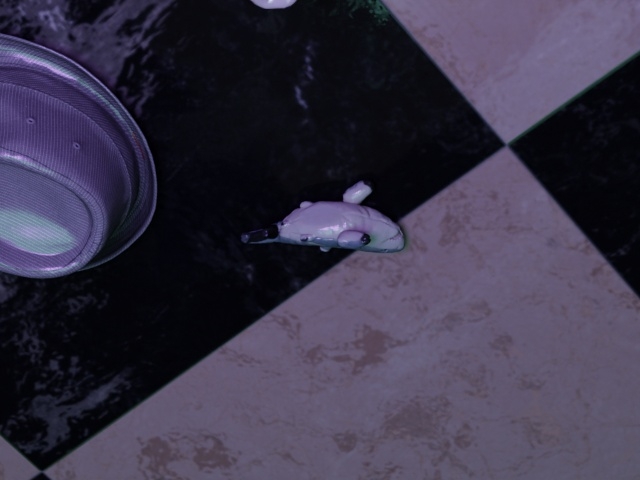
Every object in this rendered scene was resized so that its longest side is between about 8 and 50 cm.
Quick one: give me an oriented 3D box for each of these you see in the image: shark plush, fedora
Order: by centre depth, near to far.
[{"bbox_3d":[-0.299,-0.060,1.421,0.275,0.124,0.244,35,117,-13],"label":"fedora"},{"bbox_3d":[0.000,0.000,1.461,0.161,0.073,0.067,-14,147,9],"label":"shark plush"}]

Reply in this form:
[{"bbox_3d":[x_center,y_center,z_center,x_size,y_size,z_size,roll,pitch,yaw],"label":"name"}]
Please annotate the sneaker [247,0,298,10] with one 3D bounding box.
[{"bbox_3d":[0.035,-0.329,1.150,0.145,0.147,0.385,11,145,-20],"label":"sneaker"}]
